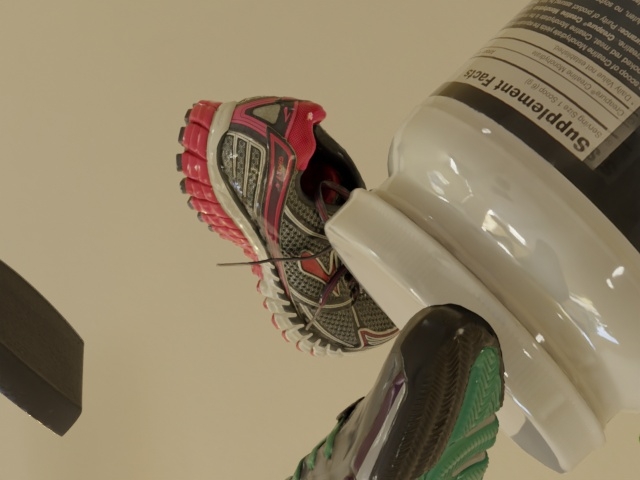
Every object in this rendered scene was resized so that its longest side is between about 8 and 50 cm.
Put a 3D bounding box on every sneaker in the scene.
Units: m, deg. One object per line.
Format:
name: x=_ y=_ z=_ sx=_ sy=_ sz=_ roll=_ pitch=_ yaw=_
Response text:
sneaker: x=0.000 y=0.000 z=1.085 sx=0.112 sy=0.299 sz=0.121 roll=-6 pitch=-125 yaw=28
sneaker: x=0.001 y=0.111 z=0.555 sx=0.098 sy=0.083 sz=0.223 roll=32 pitch=-58 yaw=30

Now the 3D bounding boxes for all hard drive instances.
hard drive: x=-0.390 y=0.118 z=1.705 sx=0.054 sy=0.254 sz=0.172 roll=-29 pitch=-142 yaw=16

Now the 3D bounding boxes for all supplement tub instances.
supplement tub: x=0.156 y=-0.039 z=0.659 sx=0.272 sy=0.191 sz=0.191 roll=-43 pitch=-126 yaw=-5

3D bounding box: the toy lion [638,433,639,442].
toy lion: x=0.379 y=0.195 z=1.382 sx=0.100 sy=0.034 sz=0.096 roll=13 pitch=-94 yaw=42
